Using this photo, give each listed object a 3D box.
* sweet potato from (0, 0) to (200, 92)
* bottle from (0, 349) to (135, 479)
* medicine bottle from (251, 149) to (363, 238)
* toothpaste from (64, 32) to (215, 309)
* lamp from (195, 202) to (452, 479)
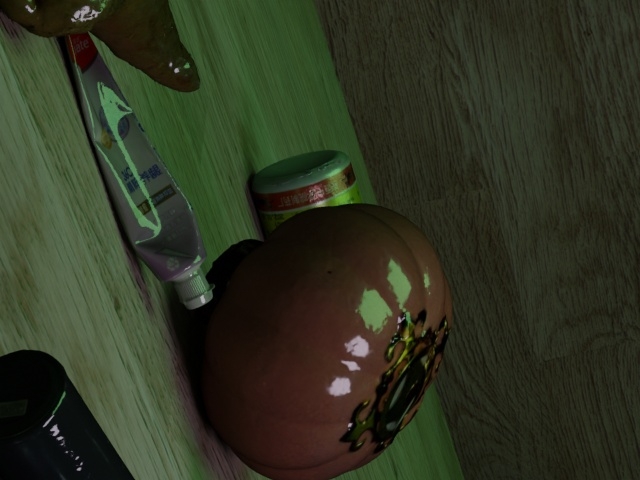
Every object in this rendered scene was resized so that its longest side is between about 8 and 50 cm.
[{"bbox_3d":[-0.185,-0.214,1.433,0.310,0.098,0.124,21,67,-72],"label":"sweet potato"},{"bbox_3d":[-0.161,0.169,1.122,0.244,0.072,0.082,68,29,-46],"label":"bottle"},{"bbox_3d":[0.000,0.000,2.244,0.139,0.139,0.225,-78,153,-72],"label":"medicine bottle"},{"bbox_3d":[-0.173,-0.076,1.523,0.301,0.048,0.075,66,31,-11],"label":"toothpaste"},{"bbox_3d":[-0.007,0.096,1.707,0.305,0.239,0.305,-42,148,-33],"label":"lamp"}]
